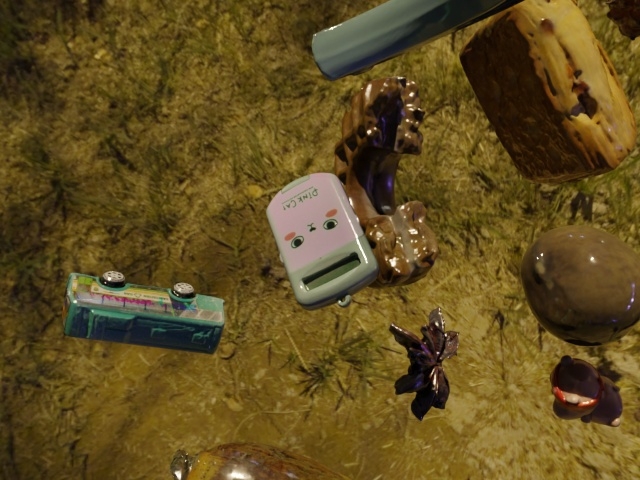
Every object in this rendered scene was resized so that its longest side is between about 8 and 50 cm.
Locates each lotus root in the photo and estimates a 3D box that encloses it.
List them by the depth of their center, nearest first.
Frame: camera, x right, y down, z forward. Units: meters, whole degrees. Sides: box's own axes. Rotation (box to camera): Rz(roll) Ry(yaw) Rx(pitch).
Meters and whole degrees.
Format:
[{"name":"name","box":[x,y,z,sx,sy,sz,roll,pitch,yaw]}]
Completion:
[{"name":"lotus root","box":[-0.043,0.413,0.824,0.397,0.196,0.179,22,45,-2]}]

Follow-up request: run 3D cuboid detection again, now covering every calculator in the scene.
[{"name":"calculator","box":[0.000,0.000,0.873,0.141,0.045,0.246,-26,59,9]}]

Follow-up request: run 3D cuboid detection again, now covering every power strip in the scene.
[{"name":"power strip","box":[0.085,-0.179,0.432,0.216,0.137,0.044,-7,110,53]}]

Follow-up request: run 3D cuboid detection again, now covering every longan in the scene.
[{"name":"longan","box":[0.683,0.114,1.434,0.318,0.319,0.319,-5,75,18]}]

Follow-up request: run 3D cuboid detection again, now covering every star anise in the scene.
[{"name":"star anise","box":[0.263,0.307,1.379,0.129,0.212,0.283,-11,63,38]}]

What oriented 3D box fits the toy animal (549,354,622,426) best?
[{"name":"toy animal","box":[0.718,0.417,1.508,0.197,0.171,0.171,29,86,-18]}]

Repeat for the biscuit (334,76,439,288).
[{"name":"biscuit","box":[0.101,-0.091,0.983,0.115,0.268,0.367,2,78,-19]}]

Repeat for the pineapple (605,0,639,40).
[{"name":"pineapple","box":[0.471,-0.338,0.695,0.193,0.166,0.166,-9,70,51]}]

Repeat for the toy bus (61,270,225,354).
[{"name":"toy bus","box":[-0.292,0.122,0.921,0.109,0.261,0.091,-118,43,-59]}]

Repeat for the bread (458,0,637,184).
[{"name":"bread","box":[0.280,-0.186,0.683,0.099,0.210,0.235,-28,92,-3]}]
